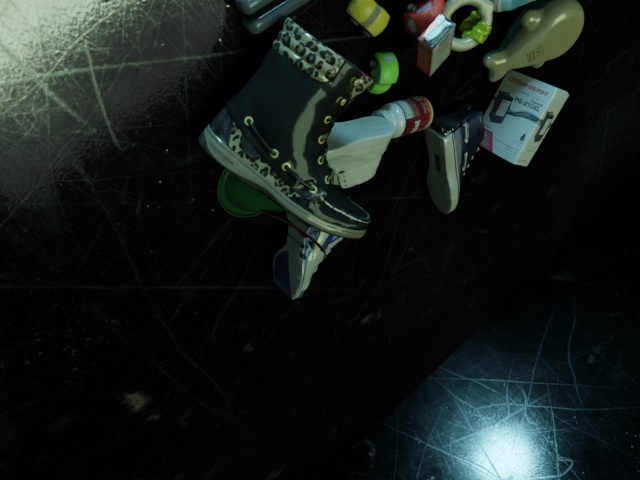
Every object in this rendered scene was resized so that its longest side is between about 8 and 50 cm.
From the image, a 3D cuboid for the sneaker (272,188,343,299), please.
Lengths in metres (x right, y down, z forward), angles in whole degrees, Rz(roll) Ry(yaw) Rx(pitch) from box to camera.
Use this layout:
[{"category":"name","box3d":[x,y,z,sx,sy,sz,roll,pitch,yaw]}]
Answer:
[{"category":"sneaker","box3d":[0.000,-0.001,1.229,0.182,0.127,0.316,-10,128,-38]}]

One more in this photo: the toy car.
[{"category":"toy car","box3d":[0.155,-0.415,1.045,0.239,0.053,0.225,-12,138,-24]}]

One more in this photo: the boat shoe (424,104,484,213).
[{"category":"boat shoe","box3d":[0.408,-0.234,1.427,0.158,0.127,0.341,-30,140,-11]}]

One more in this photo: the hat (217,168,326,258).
[{"category":"hat","box3d":[-0.084,-0.080,1.021,0.208,0.183,0.173,0,123,-45]}]

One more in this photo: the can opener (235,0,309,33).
[{"category":"can opener","box3d":[-0.016,-0.453,0.836,0.280,0.093,0.074,-34,143,-10]}]

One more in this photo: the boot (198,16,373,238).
[{"category":"boot","box3d":[0.000,-0.194,0.912,0.377,0.138,0.284,32,108,-15]}]

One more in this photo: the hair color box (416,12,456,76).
[{"category":"hair color box","box3d":[0.248,-0.419,1.044,0.072,0.043,0.141,-48,171,4]}]

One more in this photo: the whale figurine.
[{"category":"whale figurine","box3d":[0.565,-0.559,1.319,0.272,0.141,0.216,-32,148,20]}]

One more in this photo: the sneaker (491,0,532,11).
[{"category":"sneaker","box3d":[0.548,-0.612,1.117,0.319,0.208,0.127,-45,148,-25]}]

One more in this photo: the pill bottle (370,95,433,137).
[{"category":"pill bottle","box3d":[0.198,-0.301,1.189,0.152,0.086,0.086,-22,137,-30]}]

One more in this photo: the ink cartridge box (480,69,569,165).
[{"category":"ink cartridge box","box3d":[0.598,-0.371,1.461,0.100,0.172,0.237,-2,124,-45]}]

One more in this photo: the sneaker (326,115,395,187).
[{"category":"sneaker","box3d":[0.024,-0.181,1.105,0.292,0.108,0.169,-12,144,-23]}]

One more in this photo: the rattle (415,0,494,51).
[{"category":"rattle","box3d":[0.291,-0.525,1.131,0.199,0.143,0.130,-3,143,1]}]
